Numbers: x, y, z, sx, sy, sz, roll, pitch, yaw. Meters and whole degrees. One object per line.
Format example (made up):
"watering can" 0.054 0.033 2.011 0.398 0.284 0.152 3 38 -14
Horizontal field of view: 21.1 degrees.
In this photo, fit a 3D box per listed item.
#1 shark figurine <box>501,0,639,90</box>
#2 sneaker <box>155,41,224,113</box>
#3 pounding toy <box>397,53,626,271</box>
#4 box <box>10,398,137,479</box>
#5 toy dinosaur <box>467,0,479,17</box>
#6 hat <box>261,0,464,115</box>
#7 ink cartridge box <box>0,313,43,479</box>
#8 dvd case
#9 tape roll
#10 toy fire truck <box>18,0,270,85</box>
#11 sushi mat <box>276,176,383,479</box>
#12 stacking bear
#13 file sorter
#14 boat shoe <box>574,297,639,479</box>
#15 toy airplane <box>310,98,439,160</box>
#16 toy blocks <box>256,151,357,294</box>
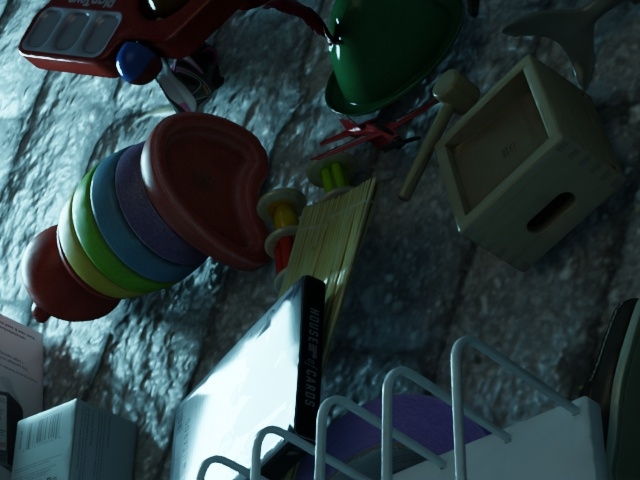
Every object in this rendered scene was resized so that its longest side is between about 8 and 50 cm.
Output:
"shark figurine" 0.299 -0.230 1.479 0.278 0.116 0.166 4 69 45
"sneaker" -0.156 -0.202 1.983 0.077 0.072 0.178 -31 41 -2
"pounding toy" 0.162 -0.074 1.549 0.181 0.094 0.206 -44 33 25
"box" -0.259 0.235 1.798 0.101 0.087 0.102 -23 53 36
"toy dinosaur" 0.183 -0.282 1.578 0.064 0.118 0.268 -37 12 -30
"hat" 0.023 -0.239 1.676 0.173 0.183 0.208 -48 27 -5
"ink cartridge box" -0.416 0.238 1.939 0.197 0.114 0.273 -30 47 30
"dvd case" -0.070 0.164 1.547 0.239 0.029 0.179 -48 28 40
"tape roll" 0.072 0.270 1.433 0.275 0.090 0.275 -24 53 35
"toy fire truck" -0.188 -0.286 1.938 0.302 0.169 0.254 14 70 43
"sushi mat" -0.022 0.100 1.567 0.151 0.019 0.316 -17 53 61
"stacking bear" -0.208 -0.004 1.845 0.289 0.164 0.175 -32 47 36
"file sorter" 0.053 0.217 1.271 0.277 0.173 0.193 -28 45 33
"boat shoe" 0.224 0.150 1.350 0.068 0.081 0.228 -2 69 41
"toy airplane" 0.046 -0.105 1.691 0.151 0.028 0.151 -16 22 7
"toy blocks" 0.000 0.000 1.696 0.123 0.054 0.148 -35 48 24
